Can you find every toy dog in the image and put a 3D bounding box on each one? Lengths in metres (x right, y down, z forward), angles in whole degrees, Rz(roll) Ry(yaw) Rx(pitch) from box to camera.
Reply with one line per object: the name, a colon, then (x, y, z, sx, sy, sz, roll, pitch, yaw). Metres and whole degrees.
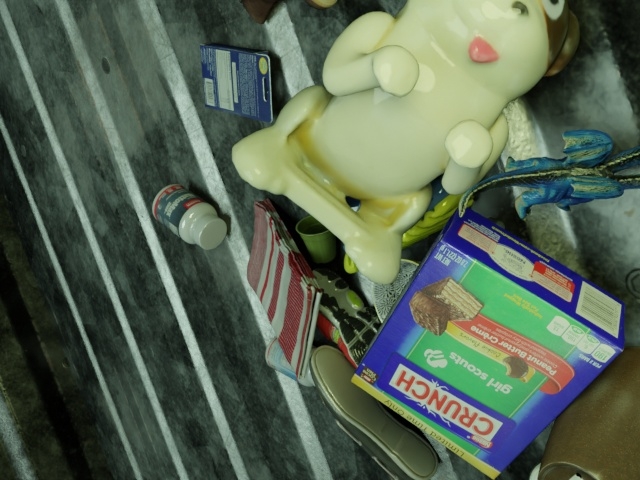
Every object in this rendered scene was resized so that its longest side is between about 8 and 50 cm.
toy dog: (0.150, -0.197, 0.894, 0.284, 0.395, 0.408, 44, 122, 0)

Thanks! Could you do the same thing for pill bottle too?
pill bottle: (-0.040, 0.267, 1.465, 0.160, 0.087, 0.087, 19, 121, 41)
pill bottle: (-0.311, -0.054, 1.601, 0.180, 0.108, 0.108, 32, 129, 34)

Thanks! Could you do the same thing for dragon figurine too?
dragon figurine: (0.305, -0.081, 0.801, 0.144, 0.289, 0.085, -23, 71, 60)

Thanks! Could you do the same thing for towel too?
towel: (-0.086, 0.094, 1.385, 0.329, 0.037, 0.237, -123, 35, -48)

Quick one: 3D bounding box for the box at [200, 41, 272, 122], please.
box: (-0.164, -0.326, 1.369, 0.225, 0.036, 0.136, 23, 124, 41)

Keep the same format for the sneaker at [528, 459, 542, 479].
sneaker: (0.417, 0.451, 0.986, 0.271, 0.100, 0.108, 49, 179, -2)

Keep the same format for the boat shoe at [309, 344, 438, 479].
boat shoe: (0.086, 0.358, 1.326, 0.335, 0.112, 0.095, 46, 138, 6)

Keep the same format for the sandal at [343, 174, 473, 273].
sandal: (0.121, -0.050, 1.121, 0.317, 0.126, 0.138, -31, 80, 48)

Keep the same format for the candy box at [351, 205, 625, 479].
candy box: (0.228, 0.154, 0.969, 0.268, 0.122, 0.317, 32, 128, 8)

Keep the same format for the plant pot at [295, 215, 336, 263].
plant pot: (0.000, 0.000, 1.316, 0.083, 0.083, 0.079, 19, 134, 42)

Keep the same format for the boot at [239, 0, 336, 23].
boot: (-0.071, -0.459, 1.192, 0.248, 0.090, 0.207, 56, 151, 11)

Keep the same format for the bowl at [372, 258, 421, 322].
bowl: (0.180, 0.102, 1.153, 0.170, 0.080, 0.170, 23, 123, 41)

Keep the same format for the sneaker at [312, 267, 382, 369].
sneaker: (0.060, 0.178, 1.328, 0.279, 0.107, 0.118, 53, 154, 24)

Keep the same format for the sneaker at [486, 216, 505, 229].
sneaker: (0.282, 0.086, 1.043, 0.125, 0.104, 0.262, 13, 122, 25)

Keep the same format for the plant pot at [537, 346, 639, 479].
plant pot: (0.395, 0.286, 0.885, 0.215, 0.230, 0.215, 22, 122, 40)
